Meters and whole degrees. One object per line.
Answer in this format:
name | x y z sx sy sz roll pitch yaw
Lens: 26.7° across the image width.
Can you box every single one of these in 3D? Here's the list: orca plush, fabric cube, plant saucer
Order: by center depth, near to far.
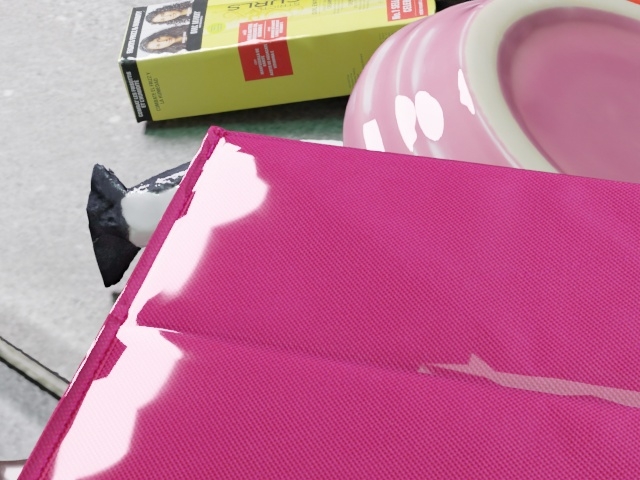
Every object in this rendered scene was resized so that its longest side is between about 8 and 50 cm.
fabric cube | 0.045 0.136 0.581 0.258 0.254 0.259 9 46 14
plant saucer | 0.180 -0.040 0.789 0.332 0.084 0.332 16 42 -15
orca plush | 0.000 0.000 0.874 0.287 0.102 0.151 -10 88 7

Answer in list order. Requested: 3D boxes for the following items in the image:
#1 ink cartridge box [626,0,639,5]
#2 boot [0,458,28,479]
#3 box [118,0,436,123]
ink cartridge box | 0.180 -0.318 1.070 0.385 0.091 0.308 12 44 6
boot | -0.256 0.198 0.661 0.207 0.090 0.248 5 48 5
box | -0.028 -0.146 1.004 0.232 0.058 0.087 -6 38 7
